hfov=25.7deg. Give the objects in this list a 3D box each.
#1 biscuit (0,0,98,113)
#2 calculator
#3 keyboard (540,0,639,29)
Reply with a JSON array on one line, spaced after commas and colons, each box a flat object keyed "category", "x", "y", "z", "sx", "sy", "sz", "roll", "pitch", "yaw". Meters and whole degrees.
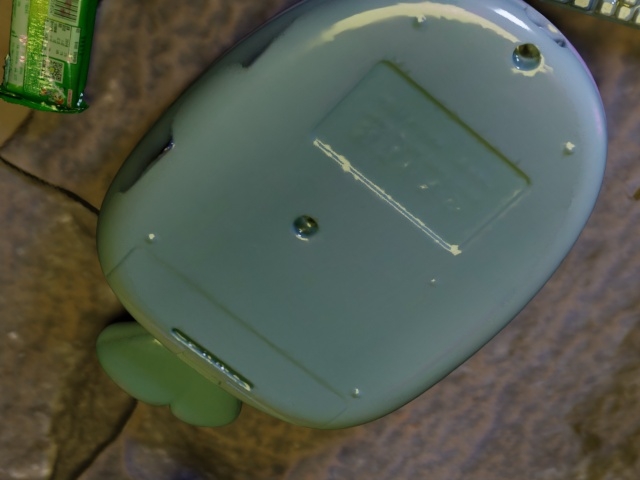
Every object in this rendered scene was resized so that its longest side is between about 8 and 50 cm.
[{"category": "biscuit", "x": -0.120, "y": -0.095, "z": 0.626, "sx": 0.046, "sy": 0.016, "sz": 0.089, "roll": 16, "pitch": 124, "yaw": 2}, {"category": "calculator", "x": 0.000, "y": 0.000, "z": 0.649, "sx": 0.185, "sy": 0.041, "sz": 0.299, "roll": 39, "pitch": 122, "yaw": -14}, {"category": "keyboard", "x": 0.091, "y": -0.124, "z": 0.570, "sx": 0.176, "sy": 0.014, "sz": 0.055, "roll": 17, "pitch": 127, "yaw": 0}]
